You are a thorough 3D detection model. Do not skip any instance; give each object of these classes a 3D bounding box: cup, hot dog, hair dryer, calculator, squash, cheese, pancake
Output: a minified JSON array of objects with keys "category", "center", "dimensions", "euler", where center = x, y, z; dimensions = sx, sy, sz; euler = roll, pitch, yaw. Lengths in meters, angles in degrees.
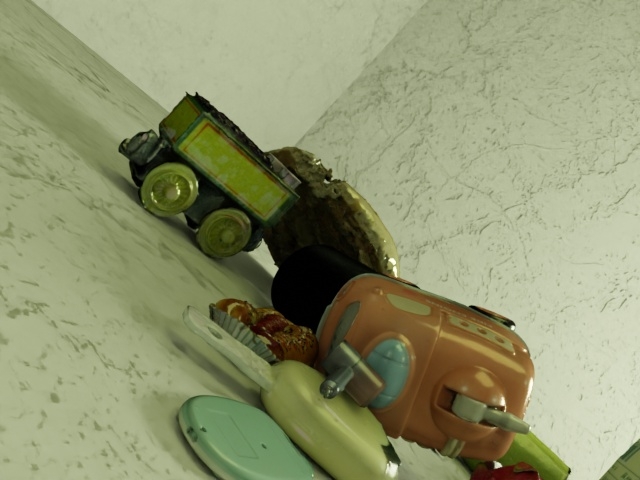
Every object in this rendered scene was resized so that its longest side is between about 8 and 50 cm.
[{"category":"cup","center":[0.022,0.135,1.036],"dimensions":[0.166,0.239,0.177],"euler":[-8,25,-28]},{"category":"hot dog","center":[-0.059,0.108,0.782],"dimensions":[0.108,0.059,0.191],"euler":[39,3,18]},{"category":"hair dryer","center":[0.022,0.136,0.664],"dimensions":[0.063,0.037,0.114],"euler":[45,13,9]},{"category":"calculator","center":[-0.049,0.155,0.522],"dimensions":[0.095,0.021,0.153],"euler":[45,7,36]},{"category":"squash","center":[0.328,0.385,1.297],"dimensions":[0.247,0.132,0.132],"euler":[43,3,13]},{"category":"cheese","center":[-0.031,0.143,0.660],"dimensions":[0.251,0.054,0.127],"euler":[41,4,-18]},{"category":"pancake","center":[-0.001,0.001,1.221],"dimensions":[0.382,0.071,0.382],"euler":[38,-31,28]}]

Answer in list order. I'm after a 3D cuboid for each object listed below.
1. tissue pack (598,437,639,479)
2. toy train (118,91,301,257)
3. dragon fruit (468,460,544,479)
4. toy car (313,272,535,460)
[{"category":"tissue pack","center":[0.522,0.470,1.070],"dimensions":[0.207,0.297,0.380],"euler":[42,4,17]},{"category":"toy train","center":[-0.167,-0.095,1.052],"dimensions":[0.261,0.177,0.134],"euler":[40,4,-35]},{"category":"dragon fruit","center":[0.222,0.318,0.784],"dimensions":[0.166,0.133,0.136],"euler":[53,7,-25]},{"category":"toy car","center":[0.119,0.154,0.821],"dimensions":[0.270,0.181,0.212],"euler":[21,3,5]}]
